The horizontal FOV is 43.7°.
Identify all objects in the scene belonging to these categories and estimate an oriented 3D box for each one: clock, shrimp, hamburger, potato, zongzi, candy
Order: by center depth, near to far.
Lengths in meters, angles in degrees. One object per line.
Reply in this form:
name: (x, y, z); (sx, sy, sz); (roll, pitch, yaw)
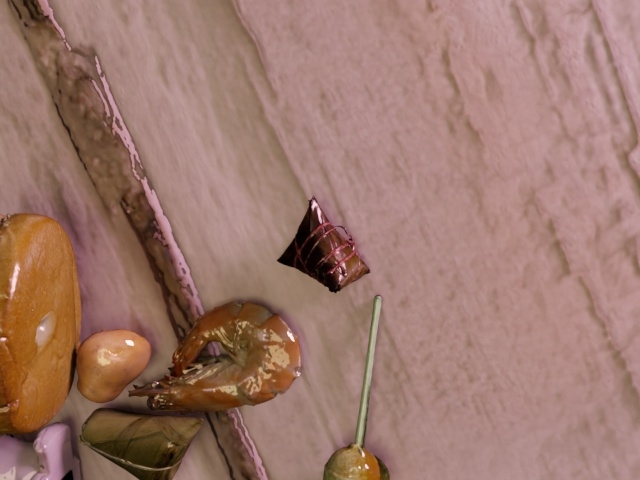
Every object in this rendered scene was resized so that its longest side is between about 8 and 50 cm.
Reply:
zongzi: (0.000, 0.000, 0.695); (0.083, 0.067, 0.073); (21, 114, 24)
hamburger: (-0.286, 0.065, 0.697); (0.122, 0.189, 0.215); (6, 116, 3)
candy: (0.042, 0.149, 0.728); (0.061, 0.061, 0.202); (8, 97, 10)
shrimp: (-0.103, 0.117, 0.749); (0.180, 0.041, 0.099); (-19, 98, 16)
potato: (-0.199, 0.118, 0.759); (0.068, 0.062, 0.083); (12, 107, -27)
zongzi: (-0.172, 0.177, 0.761); (0.104, 0.052, 0.113); (29, 128, -1)
clock: (-0.308, 0.270, 0.809); (0.117, 0.080, 0.176); (-2, 102, 12)
